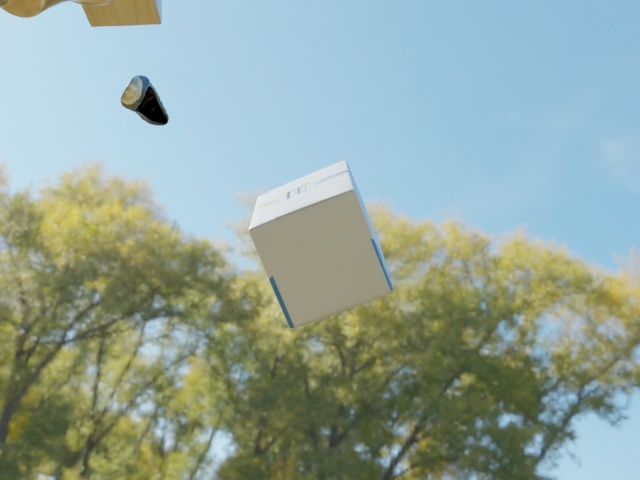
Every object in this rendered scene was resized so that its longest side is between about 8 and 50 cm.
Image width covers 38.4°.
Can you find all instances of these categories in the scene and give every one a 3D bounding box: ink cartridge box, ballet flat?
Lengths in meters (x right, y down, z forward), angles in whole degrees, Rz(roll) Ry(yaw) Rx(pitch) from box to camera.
[{"bbox_3d":[0.000,0.000,1.434,0.168,0.171,0.233,-21,14,5],"label":"ink cartridge box"},{"bbox_3d":[-0.266,-0.215,1.412,0.049,0.057,0.173,37,0,4],"label":"ballet flat"}]

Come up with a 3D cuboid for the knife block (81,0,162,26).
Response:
[{"bbox_3d":[-0.232,-0.332,0.943,0.088,0.242,0.276,-2,-62,-1],"label":"knife block"}]

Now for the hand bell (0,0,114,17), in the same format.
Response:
[{"bbox_3d":[-0.262,-0.176,0.692,0.126,0.242,0.126,20,-40,18],"label":"hand bell"}]
